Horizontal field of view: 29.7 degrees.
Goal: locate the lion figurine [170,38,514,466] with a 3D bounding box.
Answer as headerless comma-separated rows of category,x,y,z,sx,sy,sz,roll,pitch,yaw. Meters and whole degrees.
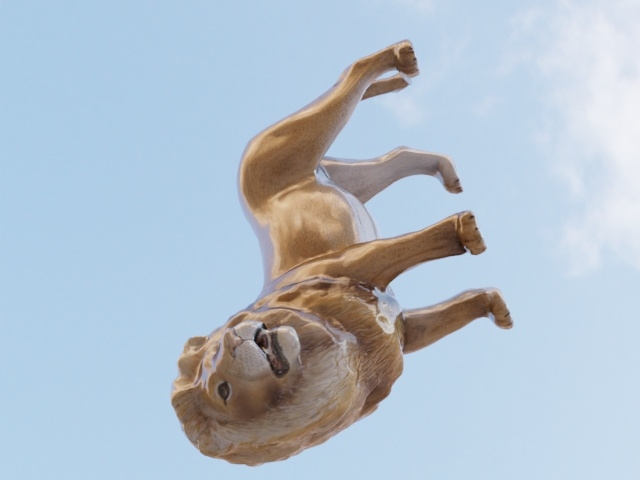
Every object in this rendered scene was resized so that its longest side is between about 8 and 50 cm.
lion figurine,0.000,0.000,0.941,0.240,0.392,0.142,-20,-55,7
